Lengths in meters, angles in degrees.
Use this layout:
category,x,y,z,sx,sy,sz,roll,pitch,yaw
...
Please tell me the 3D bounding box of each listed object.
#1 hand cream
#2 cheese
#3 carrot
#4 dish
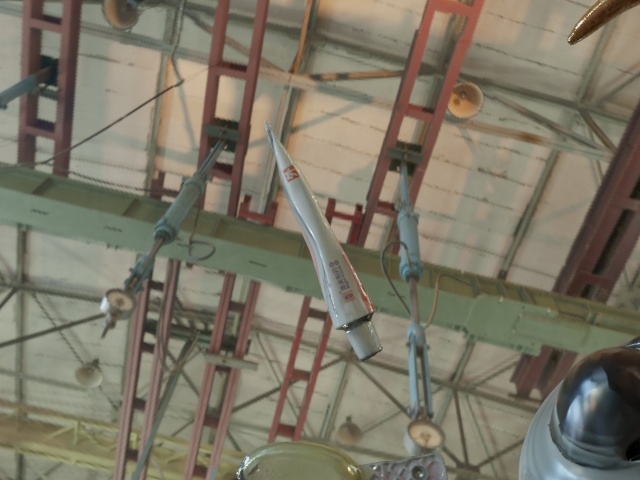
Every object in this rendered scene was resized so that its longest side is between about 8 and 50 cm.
category,x,y,z,sx,sy,sz,roll,pitch,yaw
hand cream,-0.002,0.001,0.576,0.052,0.038,0.216,-38,-107,55
cheese,0.020,0.225,0.611,0.192,0.097,0.037,-14,-20,12
carrot,0.284,-0.223,0.595,0.142,0.035,0.035,-29,-68,28
dish,0.274,0.153,0.574,0.273,0.273,0.134,-33,-72,19
